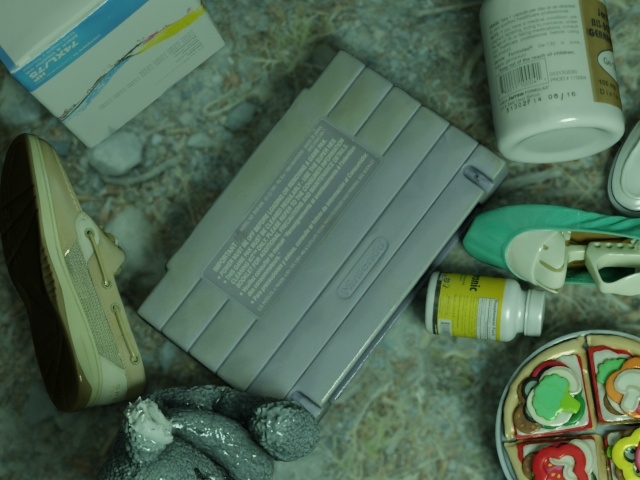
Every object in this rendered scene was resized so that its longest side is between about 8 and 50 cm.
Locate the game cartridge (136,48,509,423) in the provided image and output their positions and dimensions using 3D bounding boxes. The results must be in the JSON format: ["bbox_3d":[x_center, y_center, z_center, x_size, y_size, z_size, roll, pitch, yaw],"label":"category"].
[{"bbox_3d":[0.000,0.000,1.870,0.230,0.068,0.355,36,84,20],"label":"game cartridge"}]

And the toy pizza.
[{"bbox_3d":[0.268,0.182,1.739,0.201,0.032,0.201,-2,75,9],"label":"toy pizza"}]

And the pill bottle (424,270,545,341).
[{"bbox_3d":[0.166,0.068,1.821,0.116,0.065,0.065,6,77,10],"label":"pill bottle"}]

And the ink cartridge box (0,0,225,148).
[{"bbox_3d":[-0.254,-0.257,1.865,0.197,0.270,0.198,-39,73,-1],"label":"ink cartridge box"}]

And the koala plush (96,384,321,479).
[{"bbox_3d":[-0.143,0.232,1.727,0.203,0.221,0.196,18,99,20],"label":"koala plush"}]

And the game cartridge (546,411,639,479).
[{"bbox_3d":[0.328,0.291,1.745,0.297,0.062,0.198,26,85,15],"label":"game cartridge"}]

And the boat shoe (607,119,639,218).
[{"bbox_3d":[0.368,-0.124,1.832,0.083,0.076,0.226,35,84,16],"label":"boat shoe"}]

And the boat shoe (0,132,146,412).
[{"bbox_3d":[-0.258,0.030,1.889,0.098,0.109,0.302,-6,70,-34],"label":"boat shoe"}]

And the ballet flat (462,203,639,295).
[{"bbox_3d":[0.263,0.014,1.801,0.247,0.083,0.087,3,35,8],"label":"ballet flat"}]

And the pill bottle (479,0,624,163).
[{"bbox_3d":[0.231,-0.205,1.847,0.131,0.131,0.229,-8,75,7],"label":"pill bottle"}]
